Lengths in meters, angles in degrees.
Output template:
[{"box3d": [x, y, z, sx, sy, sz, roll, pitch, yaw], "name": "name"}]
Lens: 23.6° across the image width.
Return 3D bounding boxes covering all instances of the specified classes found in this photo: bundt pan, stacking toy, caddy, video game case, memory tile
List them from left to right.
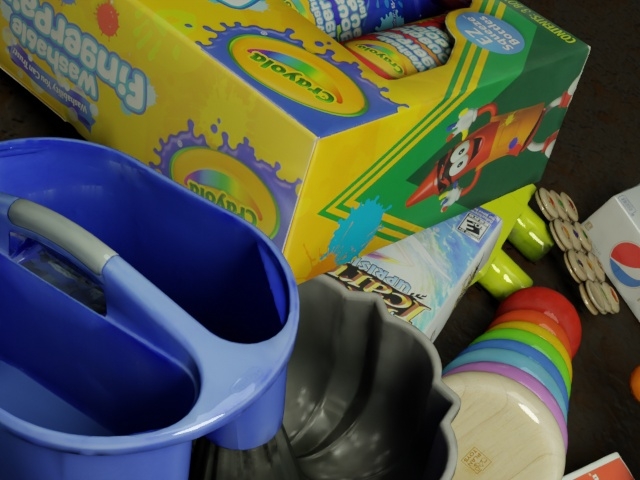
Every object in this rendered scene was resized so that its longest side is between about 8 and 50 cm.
[{"box3d": [-0.173, 0.052, 1.086, 0.341, 0.179, 0.241, 28, 51, 27], "name": "caddy"}, {"box3d": [-0.059, 0.173, 1.175, 0.330, 0.124, 0.331, 0, 42, 0], "name": "bundt pan"}, {"box3d": [0.000, 0.000, 1.389, 0.269, 0.061, 0.244, 26, 40, 12], "name": "video game case"}, {"box3d": [0.176, 0.132, 1.412, 0.141, 0.141, 0.330, 43, 24, 0], "name": "stacking toy"}, {"box3d": [0.276, 0.011, 1.637, 0.113, 0.012, 0.148, 6, 58, -64], "name": "memory tile"}]

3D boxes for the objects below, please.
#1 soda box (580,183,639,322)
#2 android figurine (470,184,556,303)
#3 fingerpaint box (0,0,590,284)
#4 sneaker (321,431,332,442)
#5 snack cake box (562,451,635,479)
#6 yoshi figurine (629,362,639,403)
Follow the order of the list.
[{"box3d": [0.378, 0.047, 1.680, 0.069, 0.074, 0.216, -20, 71, -43], "name": "soda box"}, {"box3d": [0.123, -0.057, 1.589, 0.273, 0.056, 0.248, 41, 45, -7], "name": "android figurine"}, {"box3d": [-0.049, -0.186, 1.382, 0.445, 0.163, 0.371, 39, 40, 28], "name": "fingerpaint box"}, {"box3d": [0.009, 0.192, 1.296, 0.091, 0.094, 0.258, 13, 50, -27], "name": "sneaker"}, {"box3d": [0.266, 0.339, 1.371, 0.152, 0.089, 0.264, -15, 68, -39], "name": "snack cake box"}, {"box3d": [0.314, 0.233, 1.301, 0.203, 0.203, 0.362, 21, 49, 1], "name": "yoshi figurine"}]
